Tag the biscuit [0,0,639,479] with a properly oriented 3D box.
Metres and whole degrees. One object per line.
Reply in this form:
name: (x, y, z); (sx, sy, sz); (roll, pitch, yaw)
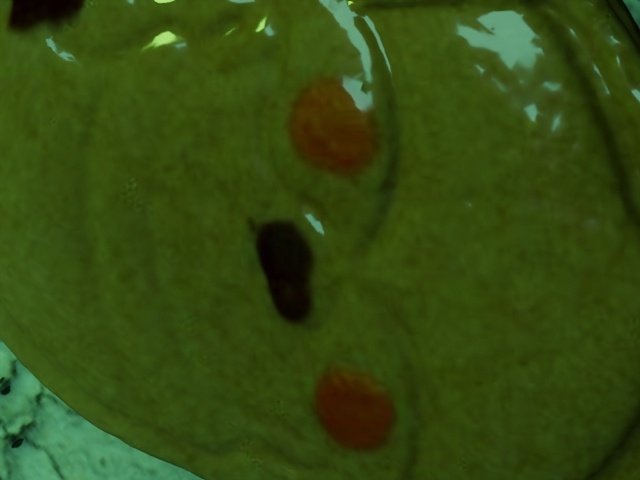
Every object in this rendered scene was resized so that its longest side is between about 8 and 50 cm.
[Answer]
biscuit: (0.000, 0.000, 0.864); (0.455, 0.078, 0.350); (8, 119, 22)
